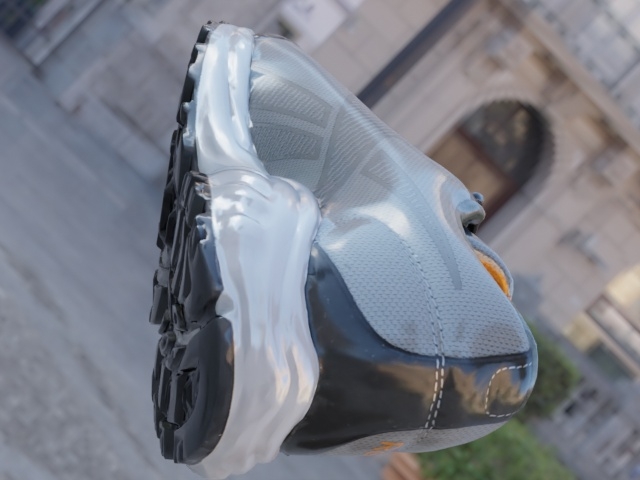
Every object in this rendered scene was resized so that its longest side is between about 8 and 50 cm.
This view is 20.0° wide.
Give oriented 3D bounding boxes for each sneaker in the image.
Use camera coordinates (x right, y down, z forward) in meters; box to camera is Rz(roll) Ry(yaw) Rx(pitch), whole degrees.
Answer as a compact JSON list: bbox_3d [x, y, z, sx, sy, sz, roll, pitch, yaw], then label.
[{"bbox_3d":[0.000,0.001,0.596,0.108,0.100,0.271,6,21,-9],"label":"sneaker"}]
